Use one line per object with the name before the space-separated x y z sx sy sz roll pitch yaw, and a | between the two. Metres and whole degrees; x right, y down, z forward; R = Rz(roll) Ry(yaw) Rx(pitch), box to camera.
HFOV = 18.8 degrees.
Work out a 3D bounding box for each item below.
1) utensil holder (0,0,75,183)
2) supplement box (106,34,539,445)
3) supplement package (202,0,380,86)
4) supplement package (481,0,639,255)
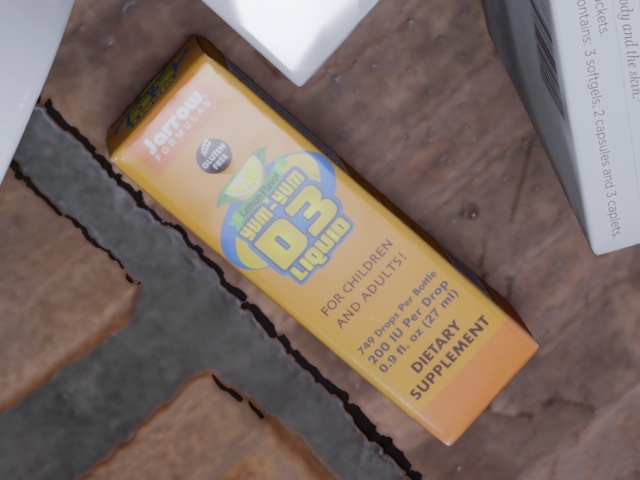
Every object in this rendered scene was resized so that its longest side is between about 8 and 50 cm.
utensil holder | -0.336 -0.071 0.815 0.385 0.327 0.328 26 102 -12
supplement box | 0.000 0.000 0.990 0.233 0.080 0.078 40 96 -11
supplement package | -0.043 -0.176 0.922 0.179 0.105 0.105 41 97 -13
supplement package | 0.209 -0.158 0.871 0.262 0.198 0.199 -16 130 0
